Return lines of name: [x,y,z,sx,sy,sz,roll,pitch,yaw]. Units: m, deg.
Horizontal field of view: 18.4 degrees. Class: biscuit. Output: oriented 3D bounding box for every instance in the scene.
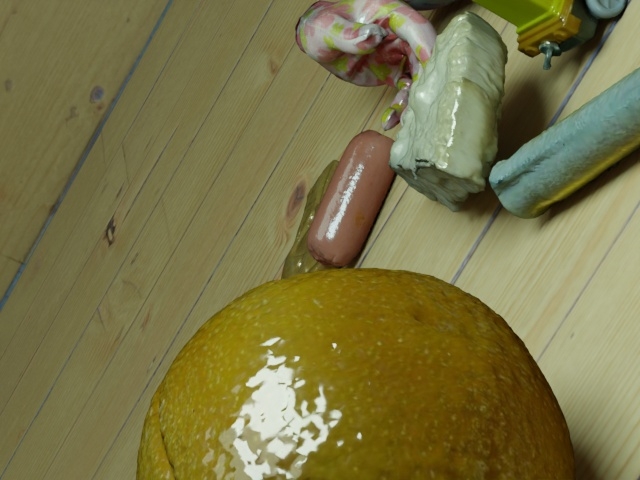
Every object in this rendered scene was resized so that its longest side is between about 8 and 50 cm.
biscuit: [-0.002,0.002,2.225,0.144,0.040,0.236,-41,25,63]
biscuit: [0.119,-0.123,1.834,0.281,0.084,0.179,138,147,-83]

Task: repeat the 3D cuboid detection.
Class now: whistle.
whistle: [0.247,-0.100,1.585,0.068,0.057,0.326,-23,-8,-35]

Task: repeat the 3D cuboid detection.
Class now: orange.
orange: [0.027,0.188,1.399,0.322,0.322,0.357,-57,25,22]

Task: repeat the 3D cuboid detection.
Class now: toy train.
toy train: [0.217,-0.262,1.799,0.089,0.127,0.219,-22,45,65]

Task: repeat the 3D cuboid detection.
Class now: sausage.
sausage: [0.035,-0.044,2.127,0.154,0.062,0.062,-65,17,-9]

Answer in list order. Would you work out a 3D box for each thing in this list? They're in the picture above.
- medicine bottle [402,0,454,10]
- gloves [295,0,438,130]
medicine bottle: [0.122,-0.331,2.141,0.152,0.152,0.254,-68,17,-14]
gloves: [0.073,-0.204,2.132,0.126,0.145,0.241,-42,35,-26]
